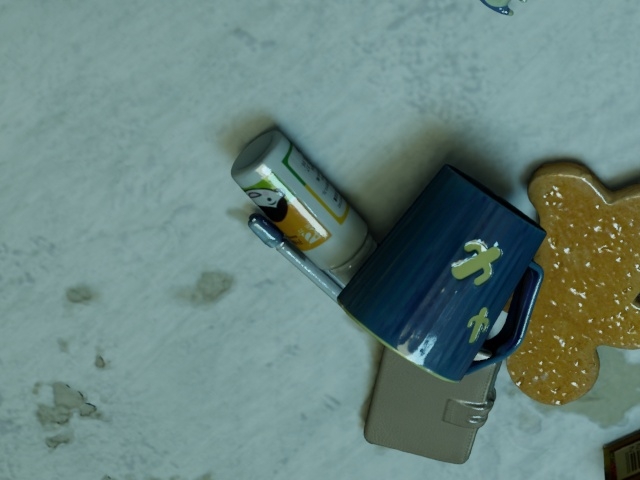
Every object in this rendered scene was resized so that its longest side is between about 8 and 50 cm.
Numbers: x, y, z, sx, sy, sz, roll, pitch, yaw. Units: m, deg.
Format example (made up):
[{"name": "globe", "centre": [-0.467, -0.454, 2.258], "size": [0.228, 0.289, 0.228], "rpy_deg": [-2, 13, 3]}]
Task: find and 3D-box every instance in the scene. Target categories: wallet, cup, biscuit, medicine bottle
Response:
[{"name": "wallet", "centre": [0.109, 0.148, 1.534], "size": [0.118, 0.038, 0.152], "rpy_deg": [18, 126, 4]}, {"name": "cup", "centre": [0.125, 0.033, 1.394], "size": [0.176, 0.131, 0.155], "rpy_deg": [27, 101, -35]}, {"name": "biscuit", "centre": [0.236, 0.044, 1.462], "size": [0.165, 0.036, 0.250], "rpy_deg": [16, 121, 8]}, {"name": "medicine bottle", "centre": [0.000, 0.000, 1.452], "size": [0.092, 0.061, 0.220], "rpy_deg": [-24, 120, 40]}]

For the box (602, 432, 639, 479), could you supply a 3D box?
[{"name": "box", "centre": [0.450, 0.228, 1.524], "size": [0.301, 0.084, 0.193], "rpy_deg": [-28, 114, 20]}]

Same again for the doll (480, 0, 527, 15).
[{"name": "doll", "centre": [0.121, -0.233, 1.315], "size": [0.125, 0.027, 0.037], "rpy_deg": [39, 110, -16]}]
